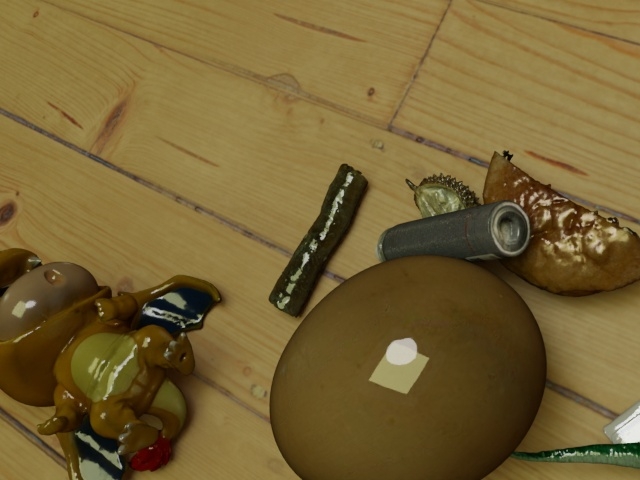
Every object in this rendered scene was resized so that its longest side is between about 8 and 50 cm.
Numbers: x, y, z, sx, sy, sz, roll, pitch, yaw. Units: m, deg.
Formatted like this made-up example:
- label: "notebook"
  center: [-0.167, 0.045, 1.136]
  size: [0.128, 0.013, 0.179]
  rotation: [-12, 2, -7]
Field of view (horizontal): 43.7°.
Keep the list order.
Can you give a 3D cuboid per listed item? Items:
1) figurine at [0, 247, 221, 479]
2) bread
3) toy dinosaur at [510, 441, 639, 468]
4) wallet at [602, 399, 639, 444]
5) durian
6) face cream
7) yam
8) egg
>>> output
- label: "figurine"
  center: [-0.387, 0.210, 1.271]
  size: [0.387, 0.268, 0.401]
  rotation: [19, 89, 25]
- label: "bread"
  center: [0.312, 0.000, 1.083]
  size: [0.260, 0.129, 0.134]
  rotation: [42, 97, 29]
- label: "toy dinosaur"
  center: [0.415, 0.307, 0.966]
  size: [0.383, 0.076, 0.129]
  rotation: [-6, 75, 10]
- label: "wallet"
  center: [0.429, 0.229, 1.023]
  size: [0.122, 0.025, 0.061]
  rotation: [-41, 57, 10]
- label: "durian"
  center: [0.188, -0.052, 1.181]
  size: [0.140, 0.071, 0.110]
  rotation: [46, 136, 13]
- label: "face cream"
  center: [0.167, 0.000, 1.108]
  size: [0.283, 0.073, 0.073]
  rotation: [-13, 66, 59]
- label: "yam"
  center: [0.000, 0.000, 1.265]
  size: [0.061, 0.061, 0.253]
  rotation: [27, 88, 28]
- label: "egg"
  center: [0.105, 0.184, 1.027]
  size: [0.374, 0.301, 0.301]
  rotation: [-39, 64, 13]
